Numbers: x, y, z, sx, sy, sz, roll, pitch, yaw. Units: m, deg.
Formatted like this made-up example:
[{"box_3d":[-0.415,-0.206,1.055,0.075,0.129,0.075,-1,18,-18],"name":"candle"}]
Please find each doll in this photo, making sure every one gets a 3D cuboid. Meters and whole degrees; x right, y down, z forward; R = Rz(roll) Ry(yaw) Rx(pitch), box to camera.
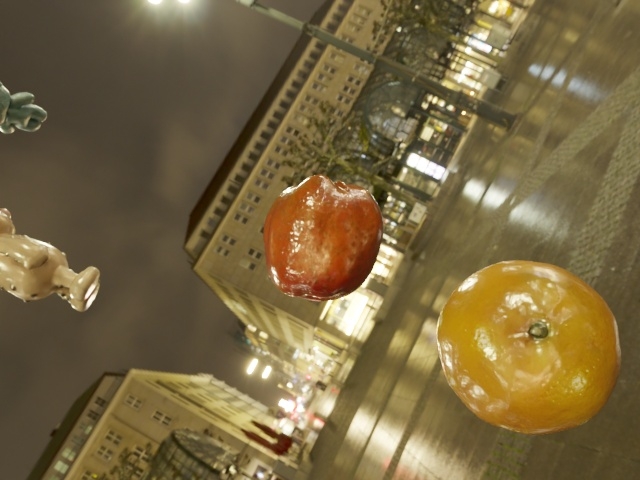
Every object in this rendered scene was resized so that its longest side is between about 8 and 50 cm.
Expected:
[{"box_3d":[-0.655,-0.275,1.053,0.120,0.075,0.180,-54,-1,9],"name":"doll"},{"box_3d":[-0.448,0.014,0.716,0.154,0.278,0.119,-36,25,52],"name":"doll"}]

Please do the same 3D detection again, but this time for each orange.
[{"box_3d":[0.185,0.093,0.456,0.156,0.156,0.124,-62,-13,-13],"name":"orange"}]

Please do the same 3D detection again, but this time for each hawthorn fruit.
[{"box_3d":[0.000,0.000,0.726,0.189,0.189,0.189,-62,-6,-12],"name":"hawthorn fruit"}]
